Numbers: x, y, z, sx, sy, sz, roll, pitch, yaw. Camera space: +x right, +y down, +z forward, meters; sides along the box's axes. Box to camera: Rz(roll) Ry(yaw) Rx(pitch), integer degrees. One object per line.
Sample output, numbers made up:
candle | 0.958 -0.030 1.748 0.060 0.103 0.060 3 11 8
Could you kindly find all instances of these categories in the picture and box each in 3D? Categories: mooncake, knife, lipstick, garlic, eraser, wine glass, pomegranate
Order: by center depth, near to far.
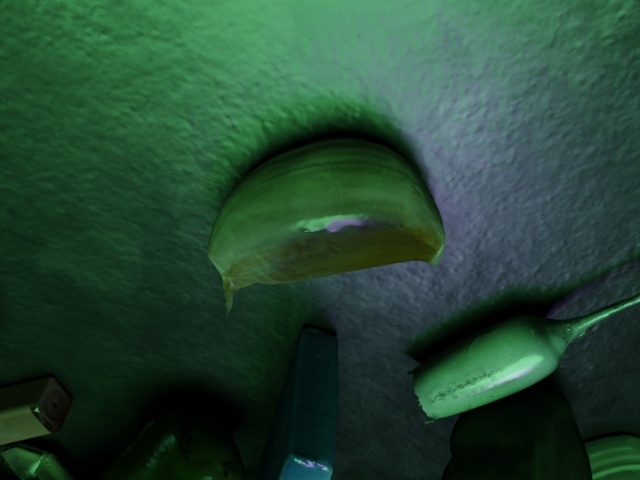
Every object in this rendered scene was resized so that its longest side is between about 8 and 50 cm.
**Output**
garlic | -0.012 -0.002 0.442 0.198 0.090 0.128 -21 135 10
wine glass | 0.193 0.088 0.512 0.262 0.074 0.074 -30 119 21
mooncake | 0.186 0.223 0.540 0.104 0.168 0.175 -22 148 33
eraser | -0.038 0.243 0.575 0.043 0.144 0.311 13 124 -5
pomegranate | -0.141 0.261 0.592 0.131 0.152 0.191 26 145 21
lipstick | -0.328 0.178 0.593 0.146 0.045 0.045 -15 126 10
knife | -0.285 0.369 0.730 0.089 0.043 0.365 -10 124 8

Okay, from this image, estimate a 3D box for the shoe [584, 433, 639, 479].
shoe | 0.365 0.390 0.665 0.132 0.160 0.362 -15 122 11
